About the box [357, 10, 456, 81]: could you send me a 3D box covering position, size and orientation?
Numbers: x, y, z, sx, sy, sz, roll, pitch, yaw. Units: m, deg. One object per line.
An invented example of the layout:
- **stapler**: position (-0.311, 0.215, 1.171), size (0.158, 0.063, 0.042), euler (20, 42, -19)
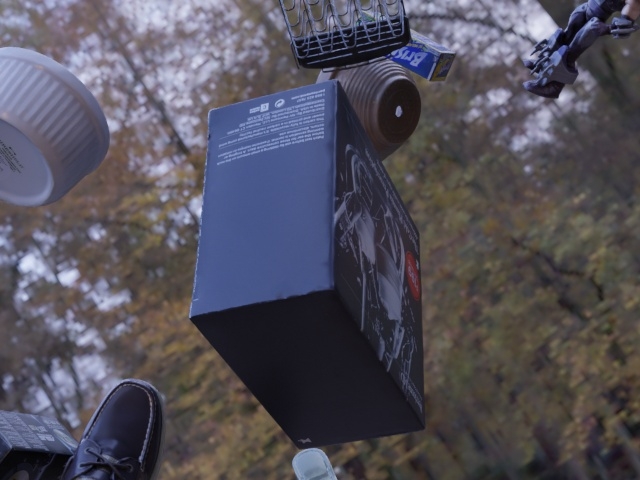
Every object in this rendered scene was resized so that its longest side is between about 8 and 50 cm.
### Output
- **box**: position (0.137, -0.323, 2.080), size (0.059, 0.169, 0.054), euler (-13, -50, -58)

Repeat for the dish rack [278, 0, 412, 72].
- **dish rack**: position (0.032, -0.345, 1.869), size (0.208, 0.074, 0.271), euler (-11, -38, 7)

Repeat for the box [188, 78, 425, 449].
- **box**: position (-0.002, 0.039, 1.554), size (0.179, 0.313, 0.343), euler (-11, -37, 18)

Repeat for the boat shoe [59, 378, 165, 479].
- **boat shoe**: position (-0.261, 0.296, 1.492), size (0.092, 0.102, 0.285), euler (101, -169, -72)

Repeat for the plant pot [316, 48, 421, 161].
- **plant pot**: position (0.104, -0.239, 2.257), size (0.237, 0.109, 0.237), euler (-17, -66, -41)

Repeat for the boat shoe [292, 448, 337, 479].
- **boat shoe**: position (0.009, 0.440, 2.064), size (0.081, 0.228, 0.069), euler (-16, -56, -3)

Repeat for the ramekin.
- **ramekin**: position (-0.392, -0.139, 1.644), size (0.109, 0.207, 0.207), euler (-61, 4, -39)

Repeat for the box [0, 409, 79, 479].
- **box**: position (-0.388, 0.286, 1.510), size (0.147, 0.077, 0.180), euler (-50, -23, 3)

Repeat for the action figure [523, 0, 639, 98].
- **action figure**: position (0.439, -0.361, 2.034), size (0.099, 0.185, 0.285), euler (17, -51, -24)
